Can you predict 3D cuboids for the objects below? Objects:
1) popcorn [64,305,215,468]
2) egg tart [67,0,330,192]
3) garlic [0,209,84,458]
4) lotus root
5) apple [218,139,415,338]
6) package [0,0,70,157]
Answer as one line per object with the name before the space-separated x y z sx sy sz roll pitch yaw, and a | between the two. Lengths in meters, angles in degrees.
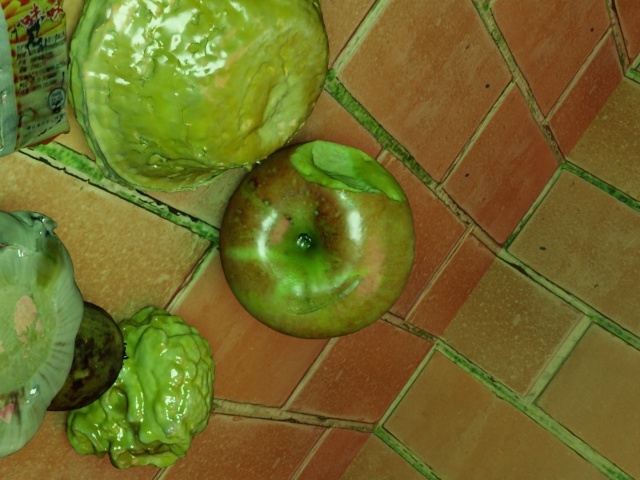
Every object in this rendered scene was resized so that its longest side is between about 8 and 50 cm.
popcorn | -0.283 0.265 1.492 0.286 0.225 0.173 -58 149 4
egg tart | -0.128 -0.237 1.212 0.443 0.178 0.443 -37 146 -30
garlic | -0.422 0.108 1.054 0.321 0.241 0.322 -7 106 -25
lotus root | -0.391 0.163 1.299 0.169 0.141 0.314 -60 148 3
apple | 0.000 0.000 1.531 0.339 0.339 0.340 -37 148 -28
package | -0.360 -0.192 0.989 0.223 0.108 0.288 -31 143 -42
